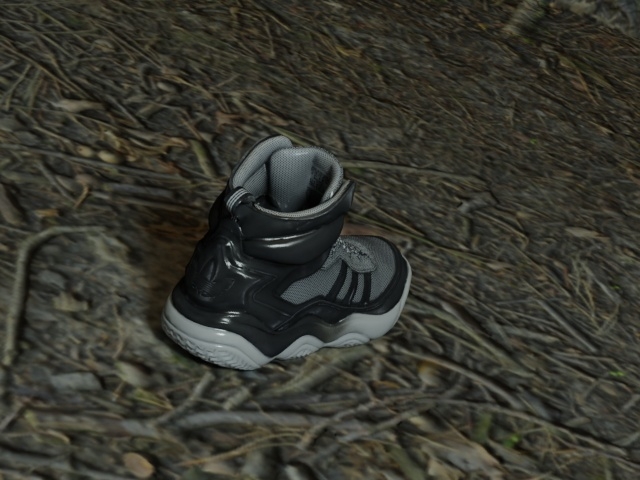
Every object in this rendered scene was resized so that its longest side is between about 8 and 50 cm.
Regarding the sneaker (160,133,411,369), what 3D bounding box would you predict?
[{"bbox_3d":[0.000,0.000,1.351,0.101,0.153,0.268,33,27,27],"label":"sneaker"}]
